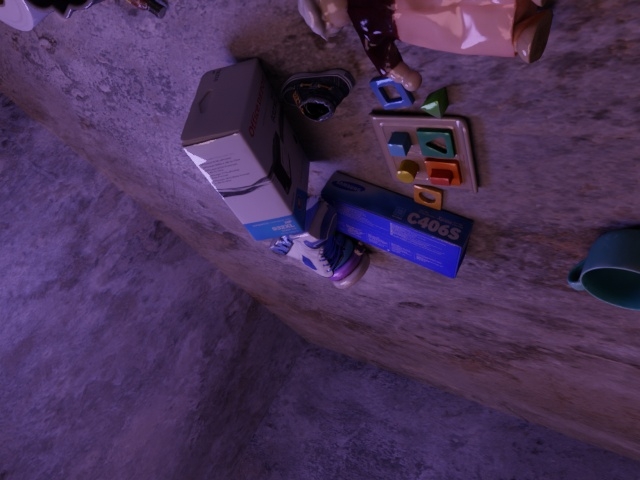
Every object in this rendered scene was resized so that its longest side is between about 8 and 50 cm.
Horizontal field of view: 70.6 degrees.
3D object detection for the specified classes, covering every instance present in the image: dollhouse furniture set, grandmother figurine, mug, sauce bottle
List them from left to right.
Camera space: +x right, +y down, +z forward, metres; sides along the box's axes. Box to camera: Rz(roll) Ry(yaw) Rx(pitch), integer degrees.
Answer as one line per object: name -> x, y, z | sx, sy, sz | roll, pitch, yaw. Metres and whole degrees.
sauce bottle -> -0.365, -0.484, 0.891 | 0.128, 0.042, 0.042 | 34, 159, -5
dollhouse furniture set -> 0.093, -0.036, 1.210 | 0.114, 0.091, 0.081 | 35, 144, 0
grandmother figurine -> 0.111, -0.298, 0.582 | 0.342, 0.104, 0.208 | 23, 130, 30
mug -> 0.507, 0.039, 0.761 | 0.157, 0.098, 0.129 | 16, 154, 38

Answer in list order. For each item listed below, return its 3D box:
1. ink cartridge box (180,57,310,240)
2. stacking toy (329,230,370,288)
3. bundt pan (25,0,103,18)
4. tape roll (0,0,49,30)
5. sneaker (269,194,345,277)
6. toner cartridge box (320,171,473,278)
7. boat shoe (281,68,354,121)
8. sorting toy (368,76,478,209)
ink cartridge box -> -0.137, -0.181, 0.959 | 0.128, 0.223, 0.308 | -9, 143, 18
stacking toy -> -0.007, -0.007, 1.336 | 0.330, 0.141, 0.141 | 44, 156, -18
bundt pan -> -0.364, -0.498, 0.629 | 0.330, 0.124, 0.331 | 16, 126, 24
tape roll -> -0.614, -0.566, 0.879 | 0.246, 0.169, 0.246 | 28, 159, 11
sneaker -> -0.001, 0.000, 1.164 | 0.182, 0.128, 0.315 | 31, 161, -14
toner cartridge box -> 0.175, -0.037, 1.081 | 0.347, 0.075, 0.165 | 24, 157, 21
boat shoe -> -0.027, -0.266, 0.845 | 0.183, 0.083, 0.065 | 7, 148, 48
sorting toy -> 0.189, -0.153, 0.846 | 0.195, 0.047, 0.348 | 17, 154, 35
